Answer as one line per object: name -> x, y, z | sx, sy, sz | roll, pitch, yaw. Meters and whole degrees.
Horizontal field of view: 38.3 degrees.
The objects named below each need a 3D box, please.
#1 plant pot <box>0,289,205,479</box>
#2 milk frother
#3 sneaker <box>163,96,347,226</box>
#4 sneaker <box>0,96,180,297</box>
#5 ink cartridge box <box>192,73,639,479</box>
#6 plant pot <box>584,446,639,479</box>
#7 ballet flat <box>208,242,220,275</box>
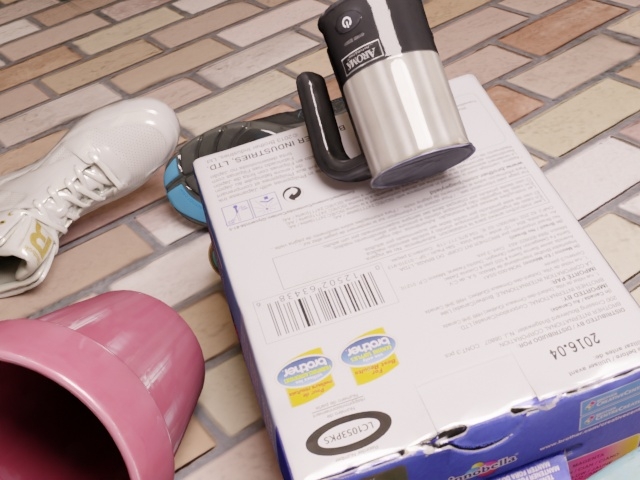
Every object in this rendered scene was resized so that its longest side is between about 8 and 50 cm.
plant pot -> -0.186, 0.132, 0.726 | 0.201, 0.201, 0.180 | 3, 23, 19
milk frother -> 0.068, -0.114, 0.728 | 0.143, 0.135, 0.129 | -10, -11, -37
sneaker -> -0.011, -0.096, 1.075 | 0.341, 0.125, 0.139 | -14, 8, 0
sneaker -> -0.279, -0.033, 1.012 | 0.292, 0.108, 0.169 | -29, 35, 15
ink cartridge box -> 0.076, 0.071, 0.716 | 0.270, 0.151, 0.395 | -18, 46, -6
plant pot -> 0.185, 0.215, 0.362 | 0.247, 0.248, 0.252 | 29, 86, 41
ballet flat -> 0.000, 0.000, 0.964 | 0.232, 0.080, 0.073 | -9, 7, -2
